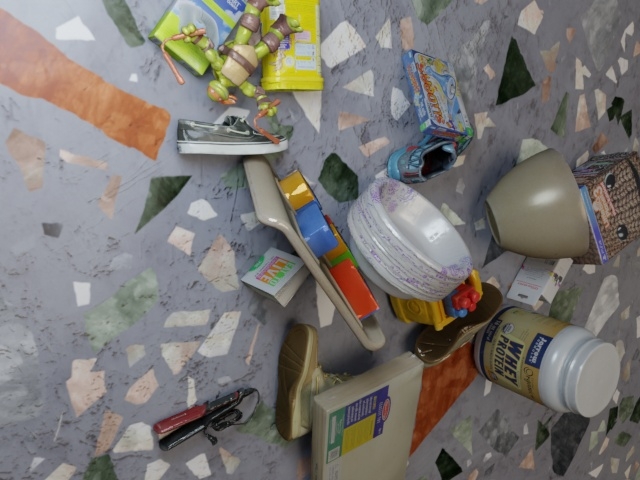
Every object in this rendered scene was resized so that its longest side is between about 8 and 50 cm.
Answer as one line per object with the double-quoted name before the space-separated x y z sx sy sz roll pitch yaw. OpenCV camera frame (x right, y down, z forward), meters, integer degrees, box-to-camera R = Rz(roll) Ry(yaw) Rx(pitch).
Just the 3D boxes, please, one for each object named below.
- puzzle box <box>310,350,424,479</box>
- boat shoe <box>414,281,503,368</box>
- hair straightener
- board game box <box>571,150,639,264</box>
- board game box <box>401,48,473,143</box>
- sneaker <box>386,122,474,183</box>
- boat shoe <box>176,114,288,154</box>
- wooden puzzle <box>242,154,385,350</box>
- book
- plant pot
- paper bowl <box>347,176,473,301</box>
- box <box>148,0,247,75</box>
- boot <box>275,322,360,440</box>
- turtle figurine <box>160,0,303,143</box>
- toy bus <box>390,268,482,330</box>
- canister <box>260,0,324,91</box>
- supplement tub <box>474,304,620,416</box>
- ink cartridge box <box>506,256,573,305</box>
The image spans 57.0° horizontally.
"puzzle box" 0.101 0.467 1.360 0.272 0.052 0.409 -17 126 -30
"boat shoe" 0.351 0.221 1.529 0.302 0.109 0.098 -38 158 -23
"hair straightener" -0.221 0.366 1.198 0.230 0.047 0.089 -21 111 -34
"board game box" 0.811 -0.096 1.719 0.291 0.141 0.232 -29 104 -27
"board game box" 0.262 -0.322 1.323 0.136 0.035 0.201 5 65 -35
"sneaker" 0.284 -0.197 1.370 0.261 0.125 0.104 -35 118 -24
"boat shoe" -0.158 -0.197 1.097 0.219 0.077 0.070 -6 104 -32
"wooden puzzle" 0.000 0.000 1.102 0.080 0.322 0.348 -35 119 7
"book" -0.086 0.067 1.159 0.096 0.144 0.035 -49 122 -17
"plant pot" 0.533 -0.071 1.510 0.190 0.284 0.284 -17 114 8
"paper bowl" 0.178 0.012 1.268 0.284 0.284 0.148 19 125 -36
"box" -0.209 -0.396 1.042 0.109 0.042 0.178 36 80 -34
"boot" 0.012 0.302 1.305 0.203 0.095 0.262 -1 102 -34
"turtle figurine" -0.129 -0.315 1.041 0.269 0.087 0.217 38 90 -30
"toy bus" 0.306 0.111 1.399 0.220 0.211 0.150 -29 113 -28
"canister" -0.056 -0.375 1.133 0.126 0.073 0.170 -8 103 -32
"supplement tub" 0.597 0.317 1.574 0.228 0.316 0.229 -7 104 -33
"ink cartridge box" 0.623 0.110 1.679 0.061 0.104 0.181 39 78 -33
